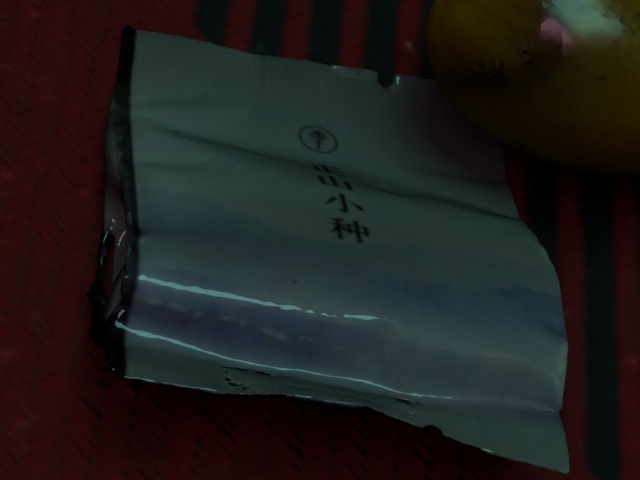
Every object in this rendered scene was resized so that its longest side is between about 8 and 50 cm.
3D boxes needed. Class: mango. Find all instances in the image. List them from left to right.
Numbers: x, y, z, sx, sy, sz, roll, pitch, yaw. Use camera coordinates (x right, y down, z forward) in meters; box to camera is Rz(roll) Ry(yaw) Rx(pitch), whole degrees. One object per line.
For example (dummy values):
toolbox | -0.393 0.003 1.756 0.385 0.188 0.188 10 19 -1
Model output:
mango | 0.149 -0.087 0.888 0.219 0.112 0.145 15 26 -37

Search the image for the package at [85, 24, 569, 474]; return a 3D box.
package | 0.000 0.000 0.822 0.204 0.062 0.251 12 38 -13
